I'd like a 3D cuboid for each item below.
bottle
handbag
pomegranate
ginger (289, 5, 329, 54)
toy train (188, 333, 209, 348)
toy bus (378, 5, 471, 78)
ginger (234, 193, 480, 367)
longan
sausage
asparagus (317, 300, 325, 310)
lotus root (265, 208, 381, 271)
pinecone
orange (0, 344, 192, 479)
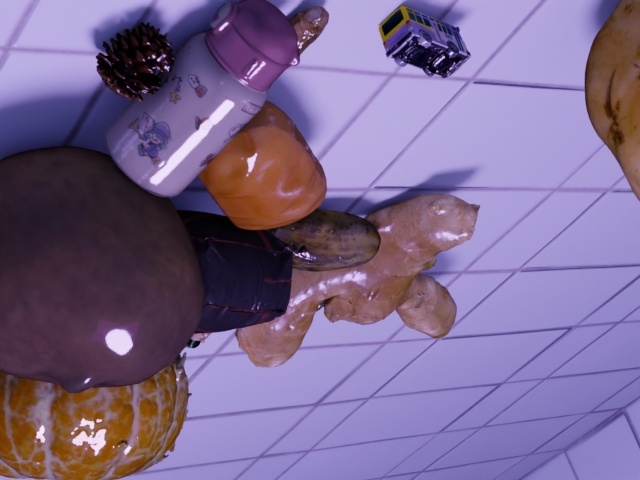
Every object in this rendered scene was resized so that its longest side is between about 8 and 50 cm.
[{"bbox_3d":[-0.120,-0.158,1.451,0.233,0.110,0.110,-44,148,23],"label":"bottle"},{"bbox_3d":[-0.156,0.040,1.740,0.215,0.155,0.169,6,-177,43],"label":"handbag"},{"bbox_3d":[0.486,-0.178,1.637,0.332,0.332,0.332,-17,155,-8],"label":"pomegranate"},{"bbox_3d":[-0.041,-0.211,1.499,0.137,0.044,0.057,-34,134,23],"label":"ginger"},{"bbox_3d":[-0.175,0.104,1.978,0.050,0.087,0.138,-3,149,-28],"label":"toy train"},{"bbox_3d":[0.120,-0.228,1.568,0.102,0.058,0.052,12,140,-42],"label":"toy bus"},{"bbox_3d":[0.059,0.050,2.031,0.363,0.122,0.348,-1,138,-10],"label":"ginger"},{"bbox_3d":[-0.272,0.036,1.521,0.297,0.297,0.297,-17,155,-8],"label":"longan"},{"bbox_3d":[-0.077,-0.090,1.618,0.136,0.120,0.241,-24,155,9],"label":"sausage"},{"bbox_3d":[0.016,0.086,2.157,0.165,0.030,0.036,-31,166,19],"label":"asparagus"},{"bbox_3d":[0.000,0.000,1.896,0.179,0.089,0.080,6,-173,-27],"label":"lotus root"},{"bbox_3d":[-0.191,-0.186,1.399,0.077,0.077,0.083,17,111,-54],"label":"pinecone"},{"bbox_3d":[-0.339,0.194,1.810,0.329,0.249,0.329,7,174,1],"label":"orange"}]
